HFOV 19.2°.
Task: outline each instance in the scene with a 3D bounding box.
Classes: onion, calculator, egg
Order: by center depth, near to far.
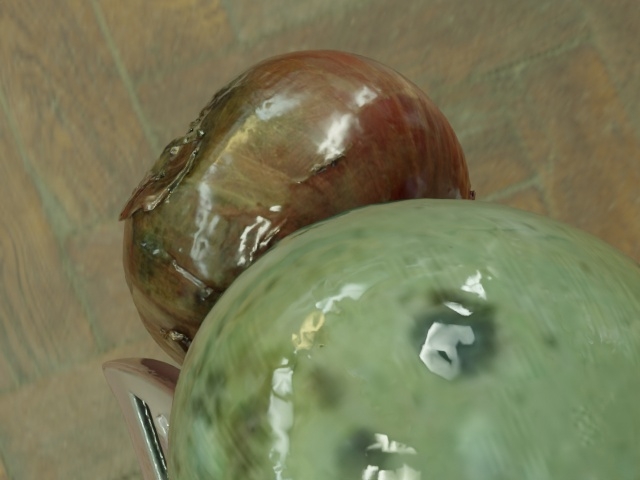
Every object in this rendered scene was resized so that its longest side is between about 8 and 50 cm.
[{"bbox_3d":[0.088,0.148,1.145,0.345,0.428,0.345,-11,63,24],"label":"egg"},{"bbox_3d":[-0.082,0.208,1.504,0.048,0.330,0.220,-21,111,-19],"label":"calculator"},{"bbox_3d":[-0.021,-0.004,1.780,0.354,0.353,0.353,2,74,-7],"label":"onion"}]
